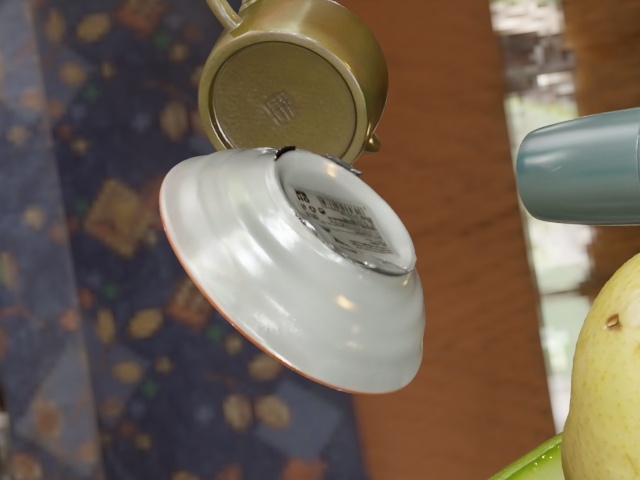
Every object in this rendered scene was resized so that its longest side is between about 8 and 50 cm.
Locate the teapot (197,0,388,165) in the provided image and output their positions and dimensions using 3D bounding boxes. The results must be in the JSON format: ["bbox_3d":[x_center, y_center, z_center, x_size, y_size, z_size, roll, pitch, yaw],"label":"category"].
[{"bbox_3d":[-0.028,-0.180,2.044,0.267,0.186,0.175,52,27,-16],"label":"teapot"}]

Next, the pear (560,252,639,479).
[{"bbox_3d":[0.350,0.137,1.639,0.309,0.309,0.309,171,-90,-89],"label":"pear"}]

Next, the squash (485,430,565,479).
[{"bbox_3d":[0.234,0.276,1.919,0.111,0.289,0.203,5,-56,62],"label":"squash"}]

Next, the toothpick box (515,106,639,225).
[{"bbox_3d":[0.293,-0.073,2.005,0.120,0.184,0.120,6,83,-53],"label":"toothpick box"}]

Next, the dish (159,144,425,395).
[{"bbox_3d":[0.000,0.000,1.597,0.085,0.260,0.260,-49,-151,26],"label":"dish"}]
